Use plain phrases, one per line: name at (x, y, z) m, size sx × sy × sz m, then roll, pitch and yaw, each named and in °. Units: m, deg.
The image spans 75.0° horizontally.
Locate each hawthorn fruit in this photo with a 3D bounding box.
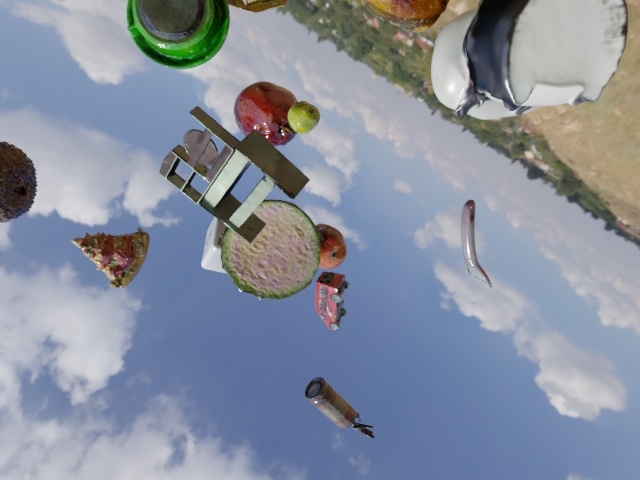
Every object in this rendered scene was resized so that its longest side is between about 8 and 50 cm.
hawthorn fruit at (0.000, 0.000, 1.429) m, size 0.165 × 0.165 × 0.285 m, roll 43°, pitch 175°, yaw 23°
hawthorn fruit at (-0.157, -0.410, 1.382) m, size 0.230 × 0.210 × 0.266 m, roll 22°, pitch -169°, yaw -43°

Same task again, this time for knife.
knife at (0.467, 0.013, 1.277) m, size 0.053 × 0.277 × 0.123 m, roll -22°, pitch -159°, yaw -16°

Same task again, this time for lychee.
lychee at (-1.002, -0.186, 1.243) m, size 0.272 × 0.271 × 0.271 m, roll 27°, pitch -157°, yaw -13°

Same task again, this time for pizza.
pizza at (-0.595, 0.035, 1.180) m, size 0.199 × 0.188 × 0.062 m, roll 23°, pitch 175°, yaw -38°

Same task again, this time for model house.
model house at (-0.223, -0.826, 1.288) m, size 0.220 × 0.135 × 0.207 m, roll -23°, pitch -113°, yaw -22°

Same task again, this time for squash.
squash at (-0.168, 0.038, 1.384) m, size 0.311 × 0.310 × 0.309 m, roll 30°, pitch 171°, yaw -6°

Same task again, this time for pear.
pear at (-0.050, -0.334, 1.134) m, size 0.092 × 0.097 × 0.092 m, roll 17°, pitch -119°, yaw -32°

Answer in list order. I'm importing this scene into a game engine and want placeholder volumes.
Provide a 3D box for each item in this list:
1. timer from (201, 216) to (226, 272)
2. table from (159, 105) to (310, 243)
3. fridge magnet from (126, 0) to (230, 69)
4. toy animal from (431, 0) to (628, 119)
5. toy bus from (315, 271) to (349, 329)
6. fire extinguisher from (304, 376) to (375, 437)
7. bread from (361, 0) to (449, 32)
timer at (-0.349, 0.010, 1.669) m, size 0.193 × 0.195 × 0.194 m, roll 15°, pitch -122°, yaw -22°
table at (-0.129, -0.095, 0.608) m, size 0.175 × 0.146 × 0.062 m, roll 41°, pitch -133°, yaw -10°
fridge magnet at (-0.288, -0.454, 0.842) m, size 0.208 × 0.208 × 0.088 m, roll 31°, pitch -177°, yaw -5°
toy animal at (0.333, -0.329, 0.732) m, size 0.251 × 0.250 × 0.310 m, roll 25°, pitch -170°, yaw -18°
toy bus at (0.034, 0.196, 1.331) m, size 0.090 × 0.195 × 0.081 m, roll 14°, pitch -143°, yaw 18°
fire extinguisher at (0.064, 0.515, 1.239) m, size 0.252 × 0.075 × 0.106 m, roll 50°, pitch 165°, yaw -22°
bread at (0.199, -0.500, 0.593) m, size 0.185 × 0.380 × 0.109 m, roll -1°, pitch -131°, yaw -34°
